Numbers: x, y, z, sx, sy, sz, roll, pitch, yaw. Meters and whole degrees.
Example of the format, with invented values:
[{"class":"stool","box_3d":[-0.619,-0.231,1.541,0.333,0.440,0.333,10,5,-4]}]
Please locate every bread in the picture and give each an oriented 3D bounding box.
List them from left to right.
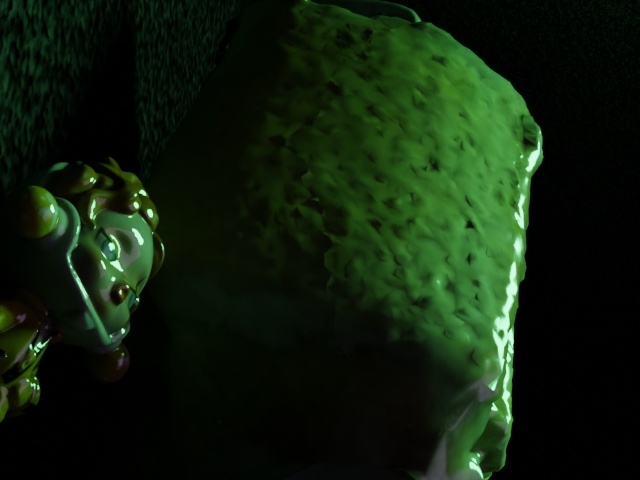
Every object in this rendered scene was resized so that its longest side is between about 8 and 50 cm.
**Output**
[{"class":"bread","box_3d":[-0.010,0.091,0.628,0.264,0.239,0.395,-73,171,-64]}]

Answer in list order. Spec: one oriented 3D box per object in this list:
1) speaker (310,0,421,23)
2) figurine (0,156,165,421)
[{"class":"speaker","box_3d":[0.000,0.000,0.965,0.184,0.183,0.406,76,22,-61]},{"class":"figurine","box_3d":[-0.113,0.030,0.465,0.101,0.068,0.143,48,54,-62]}]
